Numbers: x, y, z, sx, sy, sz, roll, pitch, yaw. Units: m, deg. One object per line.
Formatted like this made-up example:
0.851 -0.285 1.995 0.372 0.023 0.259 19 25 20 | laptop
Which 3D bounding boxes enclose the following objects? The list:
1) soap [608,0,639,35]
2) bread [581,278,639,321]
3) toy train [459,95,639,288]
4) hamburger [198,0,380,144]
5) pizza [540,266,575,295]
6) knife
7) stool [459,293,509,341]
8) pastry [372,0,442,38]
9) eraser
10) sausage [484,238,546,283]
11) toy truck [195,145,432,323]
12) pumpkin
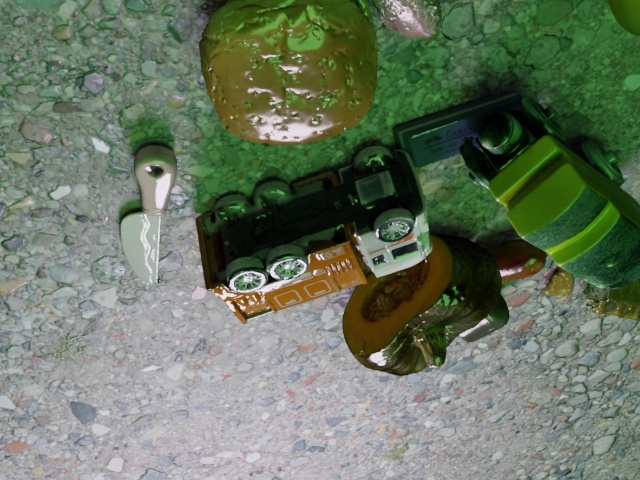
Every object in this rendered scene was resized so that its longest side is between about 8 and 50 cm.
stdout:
0.508 -0.505 1.466 0.306 0.115 0.427 -19 136 9 | soap
0.667 0.121 2.176 0.269 0.098 0.087 12 172 -26 | bread
0.417 -0.066 1.743 0.179 0.272 0.442 -42 143 21 | toy train
-0.045 -0.265 1.511 0.259 0.145 0.283 -7 132 9 | hamburger
0.477 0.085 2.126 0.078 0.025 0.083 -21 130 -2 | pizza
-0.297 -0.028 1.771 0.081 0.043 0.336 4 136 -13 | knife
0.316 0.147 2.096 0.110 0.096 0.096 -37 133 29 | stool
0.108 -0.385 1.472 0.102 0.112 0.265 -11 137 15 | pastry
0.238 -0.188 1.767 0.225 0.036 0.082 -18 139 1 | eraser
0.300 0.083 2.015 0.302 0.103 0.076 -39 143 25 | sausage
0.000 0.000 1.797 0.387 0.173 0.207 -18 143 7 | toy truck
0.188 0.132 1.946 0.317 0.222 0.139 -39 131 21 | pumpkin
